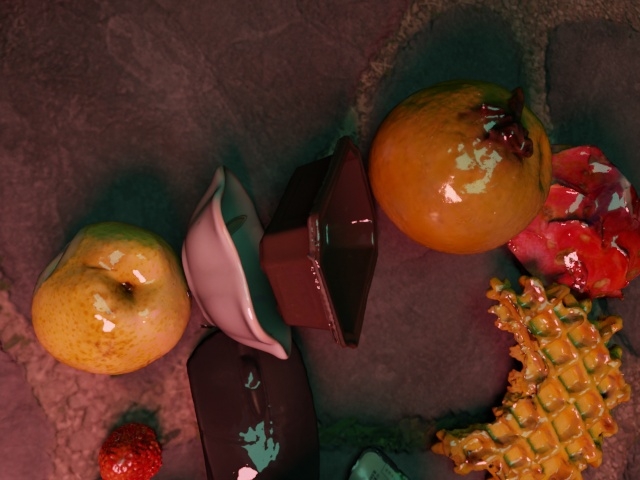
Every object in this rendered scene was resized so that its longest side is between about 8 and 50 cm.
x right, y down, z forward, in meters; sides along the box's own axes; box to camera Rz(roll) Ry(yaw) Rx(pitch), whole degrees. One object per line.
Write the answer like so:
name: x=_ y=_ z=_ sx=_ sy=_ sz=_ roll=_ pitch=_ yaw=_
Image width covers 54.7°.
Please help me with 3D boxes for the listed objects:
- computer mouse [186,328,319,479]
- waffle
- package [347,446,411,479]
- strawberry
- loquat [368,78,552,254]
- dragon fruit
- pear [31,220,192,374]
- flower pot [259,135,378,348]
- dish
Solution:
computer mouse: x=-0.070 y=0.225 z=0.717 sx=0.137 sy=0.086 sz=0.270 roll=-8 pitch=80 yaw=-19
waffle: x=0.302 y=0.204 z=0.826 sx=0.260 sy=0.069 sz=0.293 roll=20 pitch=85 yaw=-14
package: x=0.092 y=0.386 z=0.759 sx=0.166 sy=0.040 sz=0.232 roll=-43 pitch=94 yaw=-22
strawberry: x=-0.208 y=0.239 z=0.673 sx=0.073 sy=0.083 sz=0.073 roll=1 pitch=85 yaw=-11
loquat: x=0.177 y=-0.096 z=0.779 sx=0.244 sy=0.244 sz=0.244 roll=4 pitch=78 yaw=-17
dragon fruit: x=0.363 y=-0.011 z=0.878 sx=0.161 sy=0.126 sz=0.274 roll=-32 pitch=89 yaw=-21
pear: x=-0.220 y=0.060 z=0.660 sx=0.178 sy=0.178 sz=0.178 roll=4 pitch=78 yaw=-17
flower pot: x=0.000 y=0.000 z=0.724 sx=0.251 sy=0.084 sz=0.179 roll=-70 pitch=149 yaw=-53
dish: x=-0.104 y=0.035 z=0.696 sx=0.081 sy=0.229 sz=0.229 roll=-18 pitch=84 yaw=5
